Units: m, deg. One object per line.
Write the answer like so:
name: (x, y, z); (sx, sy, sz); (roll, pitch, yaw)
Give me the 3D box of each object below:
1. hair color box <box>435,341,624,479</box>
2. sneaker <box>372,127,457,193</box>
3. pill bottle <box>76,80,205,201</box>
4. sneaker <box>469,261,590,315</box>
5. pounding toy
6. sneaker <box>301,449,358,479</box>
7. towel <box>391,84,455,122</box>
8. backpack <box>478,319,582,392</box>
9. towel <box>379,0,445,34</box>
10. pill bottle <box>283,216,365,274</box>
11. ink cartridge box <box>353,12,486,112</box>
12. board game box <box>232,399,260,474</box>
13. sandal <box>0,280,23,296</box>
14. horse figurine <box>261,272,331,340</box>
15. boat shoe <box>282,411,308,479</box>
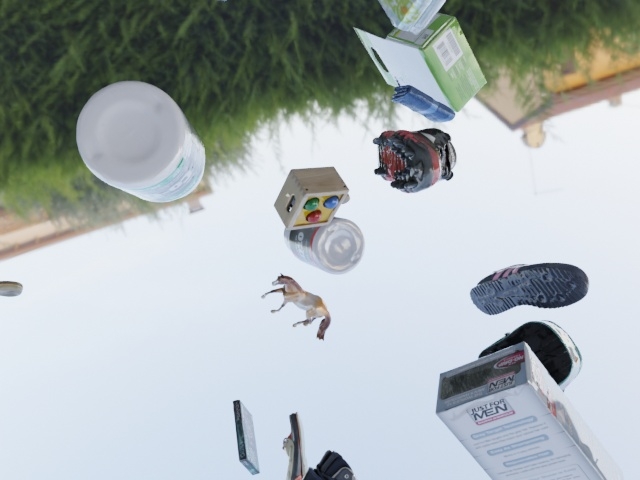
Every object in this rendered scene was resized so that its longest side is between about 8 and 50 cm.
hair color box: (0.400, 0.382, 1.138); (0.185, 0.374, 0.113); (-30, -160, 30)
sneaker: (0.169, -0.136, 0.994); (0.135, 0.097, 0.276); (-4, -168, -3)
pill bottle: (-0.355, -0.189, 1.276); (0.204, 0.204, 0.361); (-16, 179, -3)
sneaker: (0.486, 0.087, 1.378); (0.131, 0.112, 0.319); (-35, -171, -30)
pounding toy: (0.001, -0.085, 1.475); (0.206, 0.181, 0.094); (-8, -125, -35)
sneaker: (-0.042, 0.390, 0.947); (0.163, 0.226, 0.086); (-56, -153, -5)
towel: (0.201, -0.263, 1.176); (0.119, 0.029, 0.067); (23, 177, -24)
backpack: (0.473, 0.267, 1.327); (0.144, 0.188, 0.166); (6, -136, -42)
towel: (0.158, -0.570, 0.961); (0.090, 0.320, 0.374); (-21, 163, -32)
pill bottle: (0.000, 0.000, 1.793); (0.161, 0.161, 0.283); (-22, -164, -20)
ink cartridge box: (0.211, -0.406, 1.317); (0.097, 0.189, 0.255); (-47, -138, -2)
board game box: (-0.220, 0.579, 1.780); (0.026, 0.126, 0.186); (-17, -131, 2)
sandal: (-0.593, 0.094, 1.015); (0.072, 0.049, 0.180); (-15, 166, 39)
horse figurine: (-0.060, 0.197, 1.829); (0.174, 0.263, 0.066); (-39, -158, 40)
boat shoe: (-0.049, 0.381, 1.098); (0.043, 0.137, 0.049); (-6, 179, 6)
